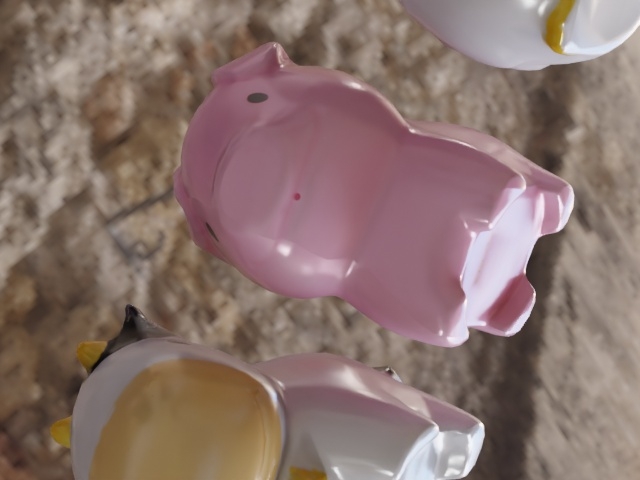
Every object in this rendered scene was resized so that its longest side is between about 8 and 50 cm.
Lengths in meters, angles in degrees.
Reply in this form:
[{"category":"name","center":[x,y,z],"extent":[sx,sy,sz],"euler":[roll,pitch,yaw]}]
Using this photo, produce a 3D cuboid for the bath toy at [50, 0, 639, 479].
[{"category":"bath toy","center":[0.000,0.000,0.628],"extent":[0.129,0.151,0.348],"euler":[26,-83,28]}]
